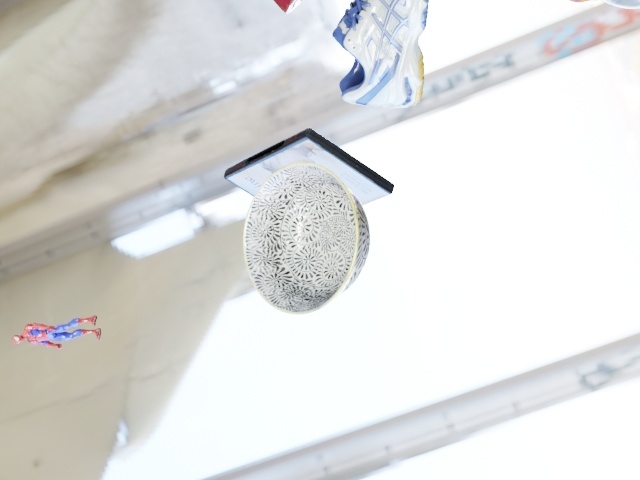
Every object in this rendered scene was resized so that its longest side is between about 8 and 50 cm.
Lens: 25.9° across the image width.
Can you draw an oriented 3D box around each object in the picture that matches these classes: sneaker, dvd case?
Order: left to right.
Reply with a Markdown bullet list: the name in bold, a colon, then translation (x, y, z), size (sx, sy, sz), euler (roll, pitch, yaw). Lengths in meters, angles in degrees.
- **dvd case**: translation (-0.022, -0.097, 2.270), size (0.180, 0.253, 0.022), euler (32, -119, -25)
- **sneaker**: translation (0.084, -0.322, 2.018), size (0.112, 0.131, 0.296), euler (-105, 12, -59)

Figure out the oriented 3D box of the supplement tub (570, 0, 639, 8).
- **supplement tub**: translation (0.405, -0.367, 1.537), size (0.193, 0.316, 0.194), euler (165, 90, -71)

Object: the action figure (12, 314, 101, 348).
- **action figure**: translation (-0.345, 0.121, 1.813), size (0.030, 0.115, 0.038), euler (-87, -13, -50)

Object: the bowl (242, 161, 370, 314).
- **bowl**: translation (0.000, 0.000, 1.569), size (0.080, 0.170, 0.170), euler (6, -119, -50)

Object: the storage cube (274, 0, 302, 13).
- **storage cube**: translation (-0.019, -0.396, 1.528), size (0.184, 0.215, 0.193), euler (46, 168, -2)
